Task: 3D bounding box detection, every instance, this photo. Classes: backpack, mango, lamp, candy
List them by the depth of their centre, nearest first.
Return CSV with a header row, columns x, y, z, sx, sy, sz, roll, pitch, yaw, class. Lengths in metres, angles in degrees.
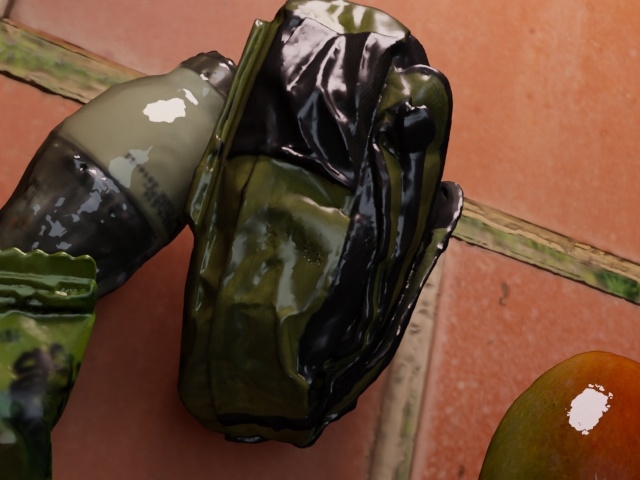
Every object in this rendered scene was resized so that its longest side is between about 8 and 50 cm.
x,y,z,sx,sy,sz,roll,pitch,yaw,class
-0.189,0.122,0.719,0.149,0.069,0.246,-1,98,-22,candy
0.000,0.000,0.783,0.140,0.207,0.253,14,74,12,backpack
-0.134,-0.023,0.785,0.101,0.101,0.250,46,74,-4,lamp
0.161,0.208,0.828,0.146,0.129,0.289,18,74,-20,mango
